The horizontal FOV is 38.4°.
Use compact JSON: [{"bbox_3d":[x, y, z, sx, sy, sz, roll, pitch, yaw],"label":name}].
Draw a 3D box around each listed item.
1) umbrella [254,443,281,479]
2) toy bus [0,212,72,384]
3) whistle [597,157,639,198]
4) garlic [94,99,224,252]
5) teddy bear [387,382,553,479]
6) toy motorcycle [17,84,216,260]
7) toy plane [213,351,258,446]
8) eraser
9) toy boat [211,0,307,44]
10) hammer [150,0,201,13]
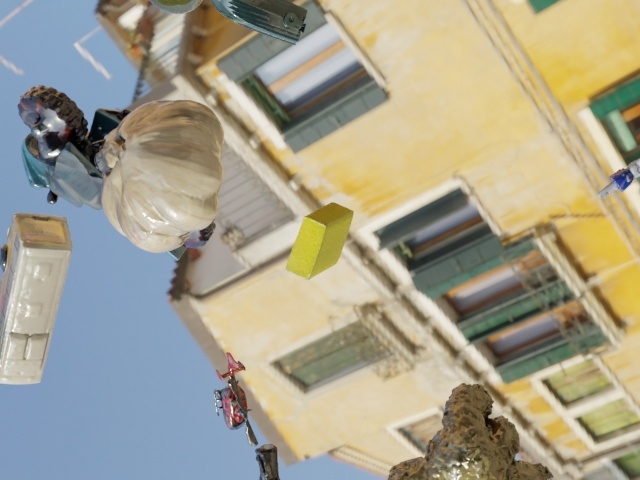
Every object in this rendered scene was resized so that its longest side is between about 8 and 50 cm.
[{"bbox_3d":[-0.083,0.472,1.597,0.053,0.052,0.250,-11,-74,-38],"label":"umbrella"},{"bbox_3d":[-0.421,0.090,1.326,0.092,0.268,0.106,5,-149,-29],"label":"toy bus"},{"bbox_3d":[0.418,-0.087,1.267,0.033,0.083,0.029,41,-166,-54],"label":"whistle"},{"bbox_3d":[-0.236,-0.100,1.330,0.152,0.228,0.228,21,-133,-45],"label":"garlic"},{"bbox_3d":[0.272,0.402,1.524,0.256,0.156,0.267,44,-107,-20],"label":"teddy bear"},{"bbox_3d":[-0.388,-0.113,1.691,0.416,0.232,0.172,37,-128,-13],"label":"toy motorcycle"},{"bbox_3d":[-0.113,0.206,1.214,0.060,0.037,0.145,38,140,49],"label":"toy plane"},{"bbox_3d":[0.000,0.000,1.434,0.045,0.097,0.122,25,-159,16],"label":"eraser"},{"bbox_3d":[-0.089,-0.321,1.283,0.141,0.055,0.060,16,-176,-22],"label":"toy boat"},{"bbox_3d":[-0.144,-0.481,1.595,0.113,0.305,0.202,77,-159,-58],"label":"hammer"}]
